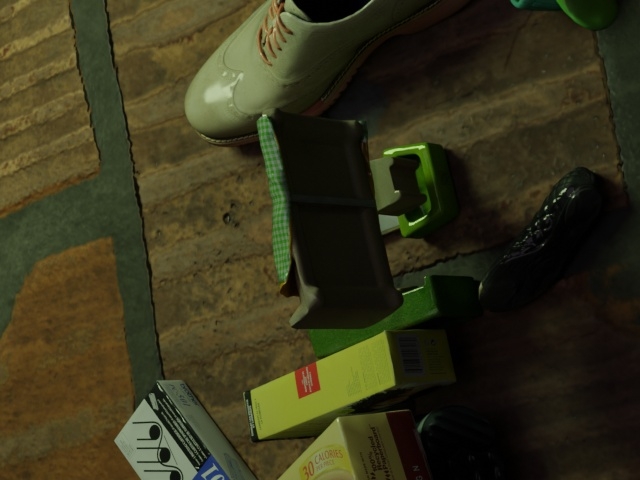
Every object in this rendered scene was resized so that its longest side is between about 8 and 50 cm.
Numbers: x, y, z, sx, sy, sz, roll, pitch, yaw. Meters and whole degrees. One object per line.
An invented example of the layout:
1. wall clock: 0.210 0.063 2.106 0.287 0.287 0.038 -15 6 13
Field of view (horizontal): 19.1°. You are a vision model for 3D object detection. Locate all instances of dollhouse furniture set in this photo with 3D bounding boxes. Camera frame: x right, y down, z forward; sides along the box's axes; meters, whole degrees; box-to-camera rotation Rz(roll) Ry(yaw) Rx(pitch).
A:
1. dollhouse furniture set: 0.000 0.000 1.823 0.151 0.301 0.197 -20 76 32

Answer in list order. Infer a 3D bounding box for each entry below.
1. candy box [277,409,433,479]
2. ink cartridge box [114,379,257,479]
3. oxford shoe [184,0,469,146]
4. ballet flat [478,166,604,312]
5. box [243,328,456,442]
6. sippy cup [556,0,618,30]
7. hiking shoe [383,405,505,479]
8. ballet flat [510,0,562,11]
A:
1. candy box: 0.013 0.312 1.839 0.316 0.087 0.183 -52 48 52
2. ink cartridge box: -0.135 0.257 2.068 0.207 0.046 0.097 50 117 29
3. oxford shoe: -0.019 -0.229 1.958 0.397 0.146 0.140 -36 66 30
4. ballet flat: 0.214 0.003 1.829 0.173 0.057 0.049 -50 18 22
5. box: 0.025 0.147 1.899 0.232 0.087 0.058 -27 69 48
6. sippy cup: 0.325 -0.296 1.634 0.240 0.305 0.224 -44 93 -7
7. hiking shoe: 0.125 0.312 1.842 0.132 0.113 0.304 -15 77 61
8. ballet flat: 0.171 -0.324 1.849 0.247 0.087 0.083 63 151 23
